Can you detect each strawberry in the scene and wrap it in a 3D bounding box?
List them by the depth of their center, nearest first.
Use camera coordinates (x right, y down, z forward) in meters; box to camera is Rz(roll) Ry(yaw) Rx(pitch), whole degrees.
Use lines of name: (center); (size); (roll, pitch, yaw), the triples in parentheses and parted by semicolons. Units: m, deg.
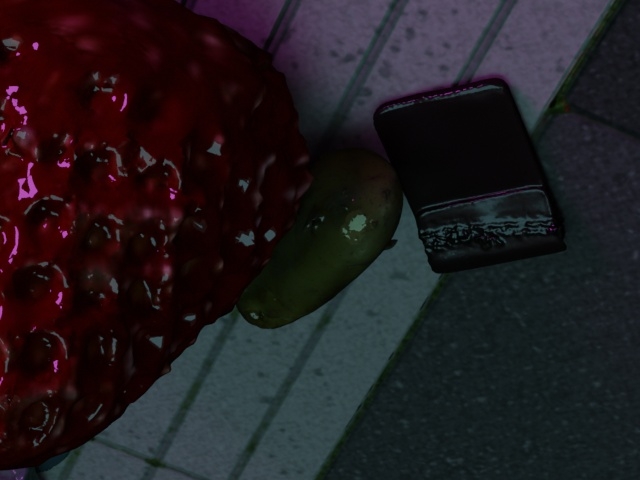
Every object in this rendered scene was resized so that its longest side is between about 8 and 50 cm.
strawberry: (-0.185, -0.018, 1.229); (0.317, 0.345, 0.295); (41, 131, -22)

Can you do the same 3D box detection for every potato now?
potato: (0.000, 0.000, 1.371); (0.085, 0.105, 0.188); (33, 131, -13)

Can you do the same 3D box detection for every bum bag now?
bum bag: (0.109, -0.044, 1.366); (0.109, 0.026, 0.159); (-12, 126, 20)

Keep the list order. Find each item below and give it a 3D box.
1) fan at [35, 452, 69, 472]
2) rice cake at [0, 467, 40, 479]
fan: (-0.251, 0.145, 1.597); (0.113, 0.005, 0.175); (34, 128, -17)
rice cake: (-0.279, 0.276, 1.685); (0.085, 0.040, 0.226); (2, 132, 9)
